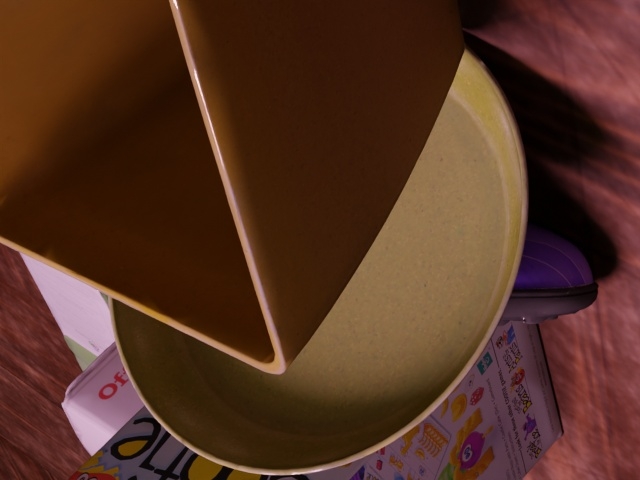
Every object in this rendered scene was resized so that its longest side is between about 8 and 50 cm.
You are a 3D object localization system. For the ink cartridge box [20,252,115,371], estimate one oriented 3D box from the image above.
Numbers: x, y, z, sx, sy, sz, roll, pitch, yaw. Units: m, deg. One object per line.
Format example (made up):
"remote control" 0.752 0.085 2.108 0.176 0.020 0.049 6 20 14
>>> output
"ink cartridge box" -0.166 0.064 1.387 0.109 0.062 0.209 29 152 34

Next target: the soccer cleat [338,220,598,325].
"soccer cleat" 0.005 -0.026 0.924 0.318 0.108 0.116 12 97 34

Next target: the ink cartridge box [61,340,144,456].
"ink cartridge box" -0.047 0.125 1.171 0.218 0.158 0.092 28 151 36

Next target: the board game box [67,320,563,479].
"board game box" -0.007 0.136 0.975 0.142 0.275 0.144 26 150 37

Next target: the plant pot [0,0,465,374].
"plant pot" -0.053 -0.104 0.754 0.212 0.187 0.212 23 141 36

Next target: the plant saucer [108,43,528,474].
"plant saucer" 0.000 0.000 0.843 0.241 0.241 0.037 28 180 35
